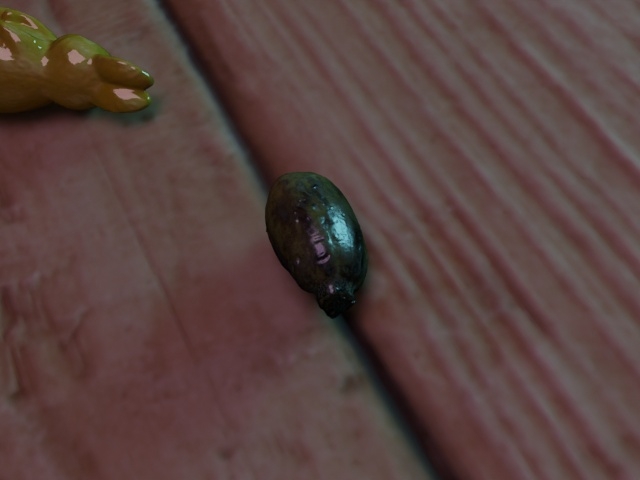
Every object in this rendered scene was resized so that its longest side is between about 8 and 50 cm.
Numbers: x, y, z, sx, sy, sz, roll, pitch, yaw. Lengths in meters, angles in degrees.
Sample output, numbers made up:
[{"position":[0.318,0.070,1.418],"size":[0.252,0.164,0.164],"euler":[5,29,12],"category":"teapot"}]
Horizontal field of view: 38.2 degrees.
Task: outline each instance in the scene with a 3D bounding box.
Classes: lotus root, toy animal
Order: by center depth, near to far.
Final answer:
[{"position":[0.000,0.000,0.545],"size":[0.049,0.054,0.099],"euler":[-37,53,22],"category":"lotus root"},{"position":[-0.192,-0.121,0.681],"size":[0.159,0.083,0.070],"euler":[10,39,12],"category":"toy animal"}]
